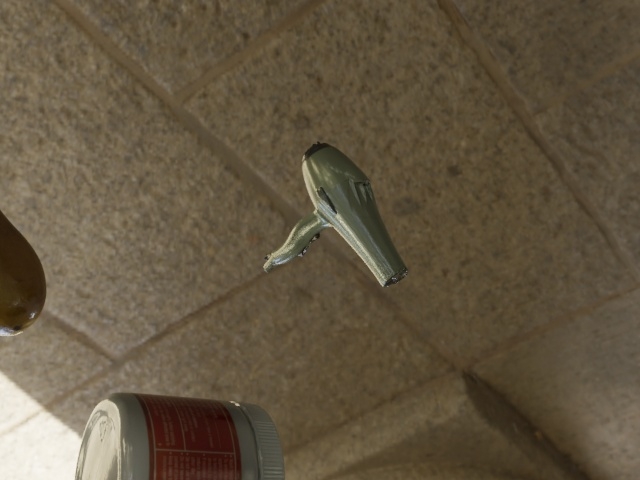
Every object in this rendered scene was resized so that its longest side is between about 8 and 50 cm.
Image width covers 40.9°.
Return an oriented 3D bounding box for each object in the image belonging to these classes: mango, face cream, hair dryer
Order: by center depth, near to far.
[{"bbox_3d":[-0.166,0.280,0.980,0.187,0.201,0.201,11,132,-29],"label":"face cream"},{"bbox_3d":[-0.459,0.024,1.167,0.136,0.228,0.099,-24,180,-36],"label":"mango"},{"bbox_3d":[0.025,0.007,1.199,0.088,0.219,0.225,-6,128,-49],"label":"hair dryer"}]
